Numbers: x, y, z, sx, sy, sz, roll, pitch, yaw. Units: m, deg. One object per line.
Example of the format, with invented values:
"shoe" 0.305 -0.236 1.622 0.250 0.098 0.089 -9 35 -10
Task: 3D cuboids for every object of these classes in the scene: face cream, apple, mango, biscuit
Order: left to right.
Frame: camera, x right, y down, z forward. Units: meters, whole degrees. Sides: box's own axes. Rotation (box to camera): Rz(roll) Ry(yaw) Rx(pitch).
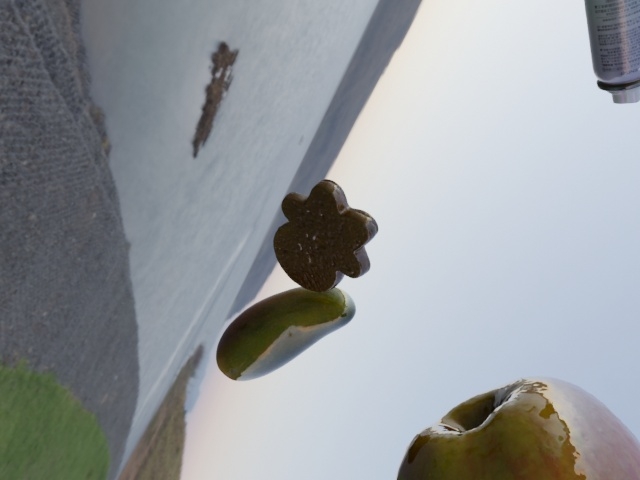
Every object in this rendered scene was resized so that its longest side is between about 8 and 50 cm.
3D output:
"mango" -0.071 0.164 1.095 0.289 0.129 0.146 -27 180 5
"biscuit" 0.000 0.000 0.949 0.039 0.180 0.236 -43 176 -41
"apple" 0.227 0.283 0.643 0.301 0.302 0.301 -63 -175 9
"face cream" 0.376 -0.281 0.737 0.075 0.075 0.229 -70 144 -52
